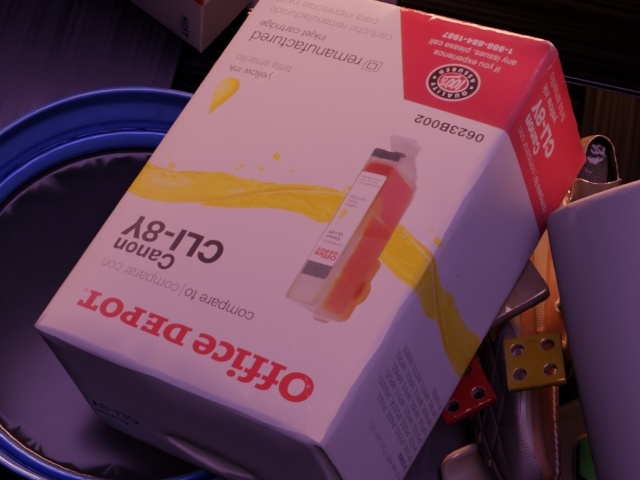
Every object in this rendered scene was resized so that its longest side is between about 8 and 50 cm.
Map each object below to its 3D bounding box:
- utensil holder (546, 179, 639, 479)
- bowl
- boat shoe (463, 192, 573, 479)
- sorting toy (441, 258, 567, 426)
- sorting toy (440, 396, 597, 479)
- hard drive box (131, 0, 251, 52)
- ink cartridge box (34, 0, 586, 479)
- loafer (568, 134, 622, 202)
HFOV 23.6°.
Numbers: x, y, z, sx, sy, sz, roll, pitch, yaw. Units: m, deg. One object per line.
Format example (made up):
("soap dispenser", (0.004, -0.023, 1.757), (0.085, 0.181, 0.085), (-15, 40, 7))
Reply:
("utensil holder", (0.364, 0.133, 1.197), (0.328, 0.327, 0.385), (-11, 83, -10))
("bowl", (-0.165, 0.051, 1.376), (0.391, 0.077, 0.391), (2, 66, -5))
("boat shoe", (0.195, 0.071, 1.374), (0.116, 0.123, 0.324), (5, 61, -12))
("sorting toy", (0.114, 0.045, 1.299), (0.132, 0.046, 0.274), (-29, 51, -1))
("sorting toy", (0.233, 0.249, 1.350), (0.193, 0.038, 0.208), (-21, 70, -14))
("hard drive box", (-0.174, -0.318, 1.479), (0.232, 0.181, 0.089), (36, 68, 11))
("ink cartridge box", (0.000, 0.000, 1.238), (0.279, 0.160, 0.384), (19, 64, 28))
("loafer", (0.261, -0.038, 1.471), (0.056, 0.050, 0.148), (-1, 67, -6))
